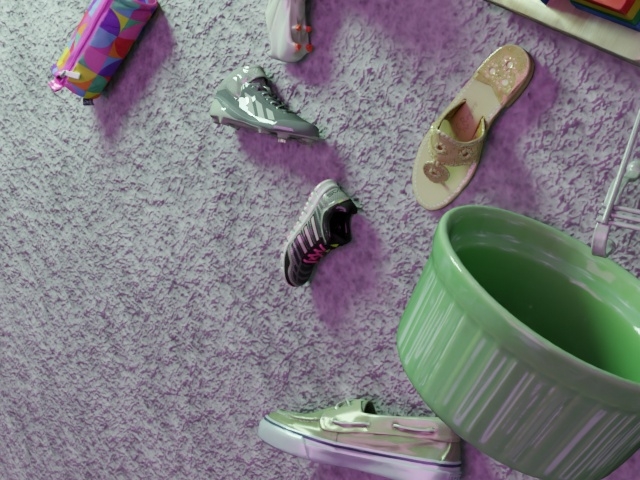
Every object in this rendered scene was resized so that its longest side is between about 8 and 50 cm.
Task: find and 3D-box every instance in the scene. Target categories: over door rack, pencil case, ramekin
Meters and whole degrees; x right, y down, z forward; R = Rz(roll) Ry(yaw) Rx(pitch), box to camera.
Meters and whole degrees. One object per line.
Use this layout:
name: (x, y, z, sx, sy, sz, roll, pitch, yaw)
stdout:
over door rack: (0.442, -0.108, 0.729, 0.240, 0.108, 0.324, 15, 86, 33)
pencil case: (-0.384, -0.355, 1.263, 0.236, 0.104, 0.104, -49, 67, 24)
ramekin: (0.230, 0.106, 0.759, 0.303, 0.303, 0.148, 40, 120, 26)

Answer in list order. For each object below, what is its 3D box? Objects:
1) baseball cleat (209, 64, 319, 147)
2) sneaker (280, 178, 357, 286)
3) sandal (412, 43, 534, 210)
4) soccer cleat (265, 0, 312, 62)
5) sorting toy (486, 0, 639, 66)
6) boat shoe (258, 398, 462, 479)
baseball cleat: (-0.084, -0.209, 1.086, 0.206, 0.072, 0.109, 17, 94, 28)
sneaker: (0.000, 0.000, 1.039, 0.075, 0.063, 0.170, 34, 105, 34)
sandal: (0.174, -0.145, 0.910, 0.088, 0.079, 0.240, 43, 114, 25)
soccer cleat: (-0.050, -0.364, 1.061, 0.076, 0.068, 0.196, 10, 100, 36)
sorting toy: (0.303, -0.357, 0.763, 0.255, 0.089, 0.257, 43, 110, 41)
boat shoe: (0.055, 0.270, 1.004, 0.302, 0.109, 0.094, 5, 79, 25)
